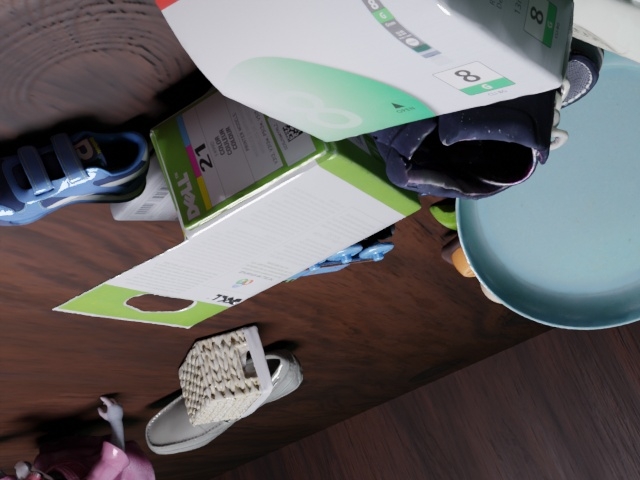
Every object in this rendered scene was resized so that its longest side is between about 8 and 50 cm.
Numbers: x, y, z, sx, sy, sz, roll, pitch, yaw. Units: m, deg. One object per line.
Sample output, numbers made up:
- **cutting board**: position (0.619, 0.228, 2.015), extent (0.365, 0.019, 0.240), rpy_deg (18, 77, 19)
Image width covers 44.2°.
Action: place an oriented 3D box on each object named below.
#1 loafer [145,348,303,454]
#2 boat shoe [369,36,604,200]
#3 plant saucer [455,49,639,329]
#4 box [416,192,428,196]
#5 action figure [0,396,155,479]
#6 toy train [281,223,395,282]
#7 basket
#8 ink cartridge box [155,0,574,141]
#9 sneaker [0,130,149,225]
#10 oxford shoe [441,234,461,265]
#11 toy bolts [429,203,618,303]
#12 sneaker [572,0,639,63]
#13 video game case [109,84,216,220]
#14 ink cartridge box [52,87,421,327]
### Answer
- **loafer**: position (-0.185, 0.286, 1.423), extent (0.319, 0.112, 0.111), rpy_deg (-32, 155, 4)
- **boat shoe**: position (0.142, -0.106, 0.620), extent (0.341, 0.158, 0.127), rpy_deg (-3, 151, -41)
- **plant saucer**: position (0.299, -0.053, 0.840), extent (0.318, 0.317, 0.043), rpy_deg (-25, -157, 9)
- **box**: position (0.159, -0.079, 0.933), extent (0.083, 0.018, 0.067), rpy_deg (-8, 157, -35)
- **action figure**: position (-0.419, 0.415, 1.295), extent (0.248, 0.275, 0.370), rpy_deg (-15, 174, -2)
- **toy train**: position (0.000, 0.000, 0.895), extent (0.184, 0.080, 0.105), rpy_deg (-8, 165, -41)
- **basket**: position (-0.156, 0.220, 1.261), extent (0.103, 0.113, 0.167), rpy_deg (-8, 157, -26)
- **ink cartridge box**: position (-0.019, -0.118, 0.380), extent (0.225, 0.056, 0.181), rpy_deg (16, 168, -36)
- **sneaker**: position (-0.191, -0.052, 0.581), extent (0.144, 0.053, 0.059), rpy_deg (-19, 163, -36)
- **oxford shoe**: position (0.302, -0.015, 1.194), extent (0.271, 0.097, 0.098), rpy_deg (-11, -176, -30)
- **toy bolts**: position (0.292, -0.030, 0.993), extent (0.218, 0.158, 0.228), rpy_deg (-8, 156, -36)
- **sneaker**: position (0.139, -0.204, 0.459), extent (0.350, 0.131, 0.148), rpy_deg (7, 115, -34)
- **video game case**: position (-0.061, -0.076, 0.702), extent (0.183, 0.023, 0.201), rpy_deg (-1, 151, -46)
- **ink cartridge box**: position (-0.072, -0.026, 0.642), extent (0.255, 0.097, 0.189), rpy_deg (-27, 160, 18)
